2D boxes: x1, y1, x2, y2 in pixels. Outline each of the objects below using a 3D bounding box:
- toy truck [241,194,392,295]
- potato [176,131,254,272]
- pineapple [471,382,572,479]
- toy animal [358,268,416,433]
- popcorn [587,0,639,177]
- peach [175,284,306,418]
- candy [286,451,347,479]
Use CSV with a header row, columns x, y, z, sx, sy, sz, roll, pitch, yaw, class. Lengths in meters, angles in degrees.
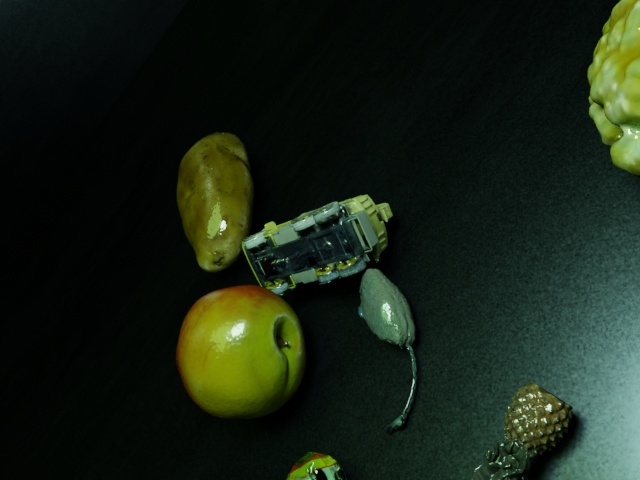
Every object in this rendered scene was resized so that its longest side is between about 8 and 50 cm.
x,y,z,sx,sy,sz,roll,pitch,yaw,class
0.000,0.000,1.080,0.272,0.124,0.157,-18,9,43,toy truck
-0.238,-0.094,1.387,0.196,0.176,0.369,-16,52,4,potato
0.234,0.250,0.723,0.074,0.074,0.159,26,85,51,pineapple
0.112,0.155,0.933,0.079,0.070,0.252,118,145,-55,toy animal
0.458,-0.185,0.648,0.336,0.279,0.274,-23,29,50,popcorn
-0.134,0.188,1.038,0.231,0.231,0.230,-26,48,32,peach
0.026,0.436,0.825,0.091,0.083,0.305,-27,53,8,candy
